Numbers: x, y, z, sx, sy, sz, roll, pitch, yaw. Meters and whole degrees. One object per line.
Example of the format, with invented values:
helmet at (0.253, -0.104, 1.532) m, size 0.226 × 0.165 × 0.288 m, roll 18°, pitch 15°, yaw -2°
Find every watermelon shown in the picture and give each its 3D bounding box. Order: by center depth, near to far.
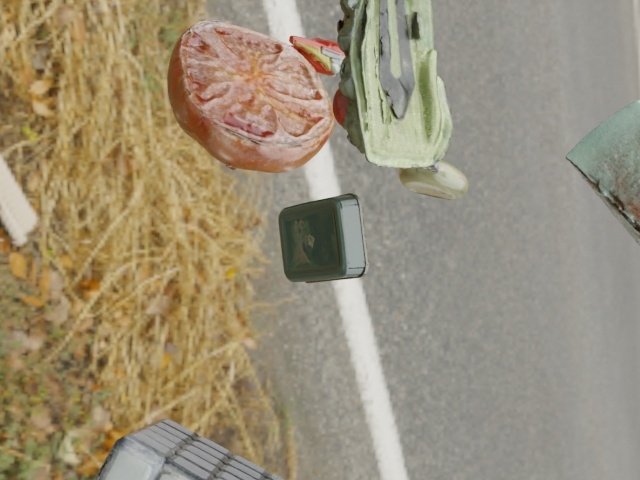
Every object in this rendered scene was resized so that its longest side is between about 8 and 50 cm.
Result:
watermelon at (0.441, -0.018, 1.032) m, size 0.320 × 0.289 × 0.214 m, roll 58°, pitch 33°, yaw -21°

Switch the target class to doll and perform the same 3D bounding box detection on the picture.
doll at (0.021, -0.299, 1.622) m, size 0.109 × 0.169 × 0.057 m, roll 163°, pitch -66°, yaw -78°

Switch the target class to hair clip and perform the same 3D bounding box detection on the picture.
hair clip at (0.060, -0.228, 0.916) m, size 0.138 × 0.091 × 0.321 m, roll 0°, pitch 95°, yaw -41°

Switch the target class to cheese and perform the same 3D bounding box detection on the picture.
cheese at (0.144, -0.091, 1.306) m, size 0.192 × 0.097 × 0.037 m, roll 33°, pitch 70°, yaw -77°

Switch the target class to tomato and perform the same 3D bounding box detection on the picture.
tomato at (-0.102, -0.178, 1.299) m, size 0.095 × 0.236 × 0.237 m, roll -54°, pitch -177°, yaw 41°

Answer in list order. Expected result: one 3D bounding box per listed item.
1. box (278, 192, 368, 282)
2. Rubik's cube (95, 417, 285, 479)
box at (0.000, 0.000, 1.057) m, size 0.031 × 0.126 × 0.091 m, roll -5°, pitch 89°, yaw -35°
Rubik's cube at (-0.131, 0.334, 0.979) m, size 0.237 × 0.238 × 0.237 m, roll -63°, pitch 175°, yaw -3°
